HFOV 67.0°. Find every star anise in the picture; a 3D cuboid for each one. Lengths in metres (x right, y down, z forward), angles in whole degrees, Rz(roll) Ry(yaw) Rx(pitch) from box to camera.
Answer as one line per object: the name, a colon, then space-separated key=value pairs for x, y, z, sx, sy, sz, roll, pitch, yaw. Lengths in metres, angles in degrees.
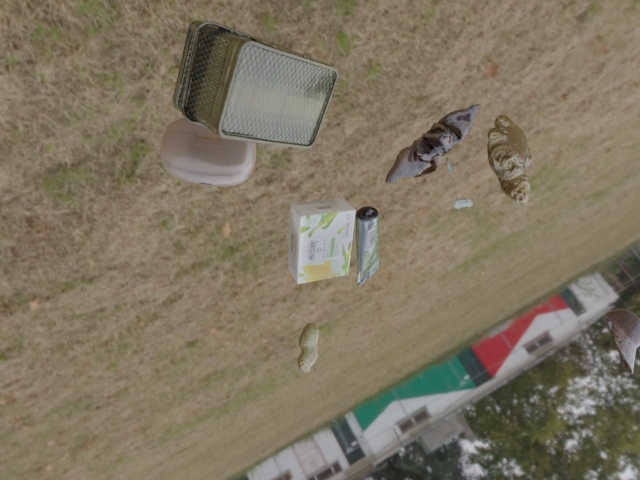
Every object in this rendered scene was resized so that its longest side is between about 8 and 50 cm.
star anise: x=0.321 y=-0.263 z=1.394 sx=0.349 sy=0.109 sz=0.292 roll=-39 pitch=171 yaw=40

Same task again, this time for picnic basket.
picnic basket: x=-0.111 y=-0.270 z=0.855 sx=0.266 sy=0.139 sz=0.165 roll=-6 pitch=124 yaw=-50

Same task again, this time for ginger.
ginger: x=0.394 y=-0.175 z=1.018 sx=0.074 sy=0.137 sz=0.213 roll=-31 pitch=-154 yaw=46

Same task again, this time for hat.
hat: x=0.413 y=0.132 z=0.642 sx=0.042 sy=0.087 sz=0.058 roll=-21 pitch=133 yaw=27

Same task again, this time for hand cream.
hand cream: x=0.116 y=0.010 z=1.213 sx=0.086 sy=0.055 sz=0.235 roll=-35 pitch=139 yaw=-29

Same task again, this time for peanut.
peanut: x=-0.019 y=0.184 z=0.831 sx=0.037 sy=0.084 sz=0.037 roll=5 pitch=162 yaw=2

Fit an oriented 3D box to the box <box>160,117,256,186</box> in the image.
box: x=-0.239 y=-0.189 z=1.037 sx=0.200 sy=0.146 sz=0.088 roll=5 pitch=164 yaw=-11

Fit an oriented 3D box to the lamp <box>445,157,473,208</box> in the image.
lamp: x=0.437 y=-0.189 z=1.542 sx=0.056 sy=0.199 sz=0.050 roll=-18 pitch=146 yaw=23

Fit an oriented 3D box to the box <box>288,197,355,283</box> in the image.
box: x=0.000 y=0.000 z=1.614 sx=0.194 sy=0.111 sz=0.261 roll=-9 pitch=124 yaw=-20
